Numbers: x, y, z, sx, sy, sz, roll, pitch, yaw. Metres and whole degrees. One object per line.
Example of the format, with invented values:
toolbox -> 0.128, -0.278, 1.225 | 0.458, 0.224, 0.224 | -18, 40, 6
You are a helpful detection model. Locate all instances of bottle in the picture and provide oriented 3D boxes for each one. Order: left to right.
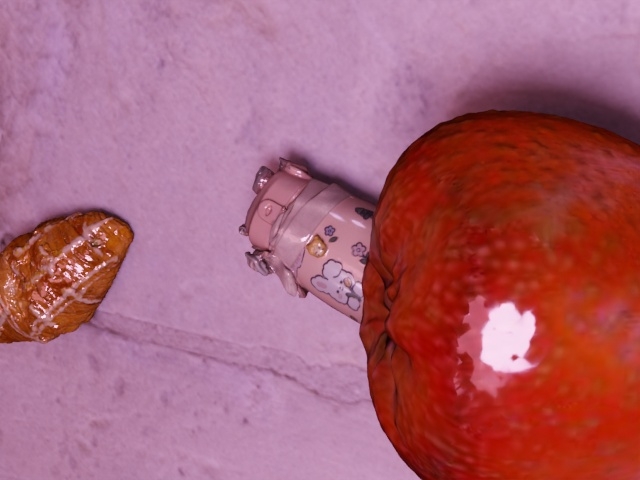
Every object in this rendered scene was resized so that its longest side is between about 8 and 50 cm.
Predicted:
bottle -> 0.001, 0.000, 1.079 | 0.152, 0.099, 0.099 | 30, 119, 16

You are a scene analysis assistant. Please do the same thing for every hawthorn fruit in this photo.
hawthorn fruit -> 0.162, 0.061, 0.914 | 0.300, 0.275, 0.275 | 24, 120, -3

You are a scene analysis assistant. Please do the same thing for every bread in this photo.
bread -> -0.270, 0.047, 1.262 | 0.233, 0.076, 0.105 | -29, 90, 35
